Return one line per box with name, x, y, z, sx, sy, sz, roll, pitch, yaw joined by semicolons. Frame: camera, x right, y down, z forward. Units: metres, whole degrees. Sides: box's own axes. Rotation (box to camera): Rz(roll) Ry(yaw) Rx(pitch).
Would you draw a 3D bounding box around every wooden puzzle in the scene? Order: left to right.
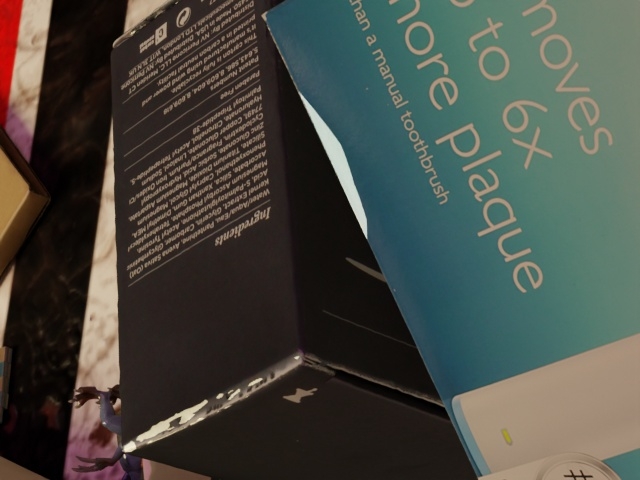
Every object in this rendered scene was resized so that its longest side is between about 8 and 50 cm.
wooden puzzle;-0.208;0.094;0.985;0.049;0.006;0.083;-23;55;38

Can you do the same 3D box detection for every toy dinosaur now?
toy dinosaur;-0.098;0.108;0.839;0.090;0.047;0.082;-46;62;5

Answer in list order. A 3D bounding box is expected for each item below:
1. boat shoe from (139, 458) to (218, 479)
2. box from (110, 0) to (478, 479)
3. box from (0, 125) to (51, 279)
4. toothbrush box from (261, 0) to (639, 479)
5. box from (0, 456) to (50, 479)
boat shoe;-0.071;0.153;0.786;0.043;0.049;0.137;100;170;-66
box;0.000;0.000;0.697;0.108;0.153;0.207;-29;52;35
box;-0.265;0.012;1.076;0.201;0.021;0.164;-56;41;12
toothbrush box;0.161;-0.044;0.496;0.295;0.126;0.216;-24;91;36
box;-0.217;0.170;0.874;0.275;0.094;0.113;10;96;49
